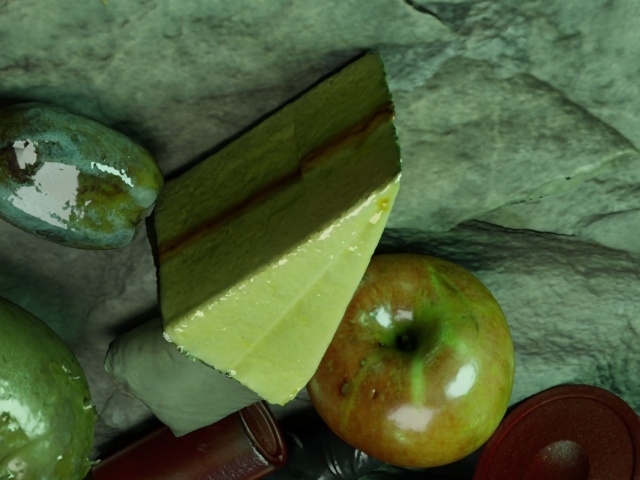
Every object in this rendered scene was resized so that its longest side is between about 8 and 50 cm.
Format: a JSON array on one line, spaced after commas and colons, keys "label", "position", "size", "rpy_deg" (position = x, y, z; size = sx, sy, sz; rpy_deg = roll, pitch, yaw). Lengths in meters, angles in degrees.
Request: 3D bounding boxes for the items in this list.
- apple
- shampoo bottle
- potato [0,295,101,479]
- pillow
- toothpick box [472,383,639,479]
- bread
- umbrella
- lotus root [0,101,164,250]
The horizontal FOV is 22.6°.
[{"label": "apple", "position": [0.081, 0.111, 1.451], "size": [0.195, 0.196, 0.196], "rpy_deg": [-3, 140, -2]}, {"label": "shampoo bottle", "position": [-0.159, 0.239, 1.652], "size": [0.260, 0.102, 0.064], "rpy_deg": [-30, 177, 28]}, {"label": "potato", "position": [-0.382, 0.141, 1.426], "size": [0.359, 0.219, 0.269], "rpy_deg": [36, 116, -29]}, {"label": "pillow", "position": [-0.106, 0.112, 1.519], "size": [0.181, 0.078, 0.134], "rpy_deg": [-27, 132, 28]}, {"label": "toothpick box", "position": [0.329, 0.314, 1.698], "size": [0.204, 0.204, 0.333], "rpy_deg": [-27, 135, 25]}, {"label": "bread", "position": [0.002, -0.002, 1.326], "size": [0.264, 0.168, 0.163], "rpy_deg": [-31, 134, 26]}, {"label": "umbrella", "position": [0.008, 0.229, 1.639], "size": [0.357, 0.113, 0.106], "rpy_deg": [-33, 134, 26]}, {"label": "lotus root", "position": [-0.219, -0.056, 1.303], "size": [0.192, 0.088, 0.113], "rpy_deg": [22, 117, -27]}]
